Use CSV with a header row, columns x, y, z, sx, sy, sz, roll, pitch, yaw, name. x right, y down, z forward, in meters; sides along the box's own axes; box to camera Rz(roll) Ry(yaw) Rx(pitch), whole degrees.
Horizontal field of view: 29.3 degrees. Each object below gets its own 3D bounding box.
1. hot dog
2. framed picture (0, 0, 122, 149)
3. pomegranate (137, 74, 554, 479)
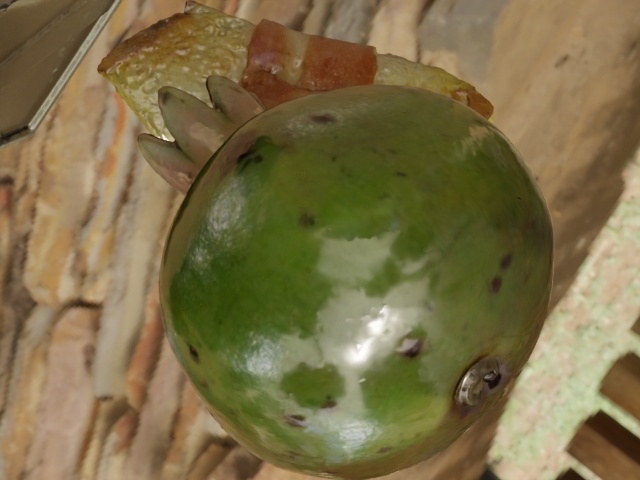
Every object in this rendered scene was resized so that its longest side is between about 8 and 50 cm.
x,y,z,sx,sy,sz,roll,pitch,yaw,name
-0.016,-0.082,0.825,0.093,0.262,0.123,107,-1,-56,hot dog
-0.262,-0.129,0.994,0.209,0.019,0.281,-50,177,25,framed picture
-0.002,0.001,0.577,0.187,0.225,0.187,-28,144,-23,pomegranate
